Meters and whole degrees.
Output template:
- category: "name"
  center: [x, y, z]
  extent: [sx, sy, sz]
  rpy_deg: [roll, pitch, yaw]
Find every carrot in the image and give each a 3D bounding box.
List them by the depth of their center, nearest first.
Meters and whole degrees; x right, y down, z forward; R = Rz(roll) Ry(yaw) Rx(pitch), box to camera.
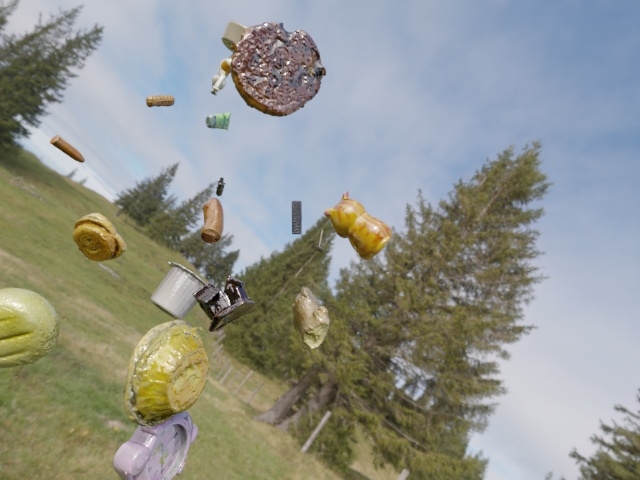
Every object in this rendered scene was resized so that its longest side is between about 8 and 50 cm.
- category: "carrot"
  center: [-0.990, -0.356, 1.662]
  extent: [0.048, 0.048, 0.139]
  rpy_deg: [25, -14, 40]

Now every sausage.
- category: "sausage"
  center: [-0.509, -0.101, 1.991]
  extent: [0.109, 0.109, 0.270]
  rpy_deg: [55, 15, -44]

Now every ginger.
- category: "ginger"
  center: [-0.038, 0.330, 1.822]
  extent: [0.221, 0.130, 0.275]
  rpy_deg: [126, -43, -53]

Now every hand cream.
- category: "hand cream"
  center: [-0.511, -0.601, 2.120]
  extent: [0.046, 0.095, 0.175]
  rpy_deg: [24, 23, 20]

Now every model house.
- category: "model house"
  center: [-0.378, 0.230, 1.638]
  extent: [0.164, 0.203, 0.141]
  rpy_deg: [54, -22, 21]

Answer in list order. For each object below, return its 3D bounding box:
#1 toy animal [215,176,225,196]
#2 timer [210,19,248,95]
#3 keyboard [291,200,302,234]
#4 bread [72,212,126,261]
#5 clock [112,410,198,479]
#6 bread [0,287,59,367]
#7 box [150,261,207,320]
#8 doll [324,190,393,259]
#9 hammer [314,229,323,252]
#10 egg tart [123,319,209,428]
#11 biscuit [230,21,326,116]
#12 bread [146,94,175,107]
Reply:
- category: "toy animal"
  center: [-0.557, -0.302, 2.343]
  extent: [0.047, 0.065, 0.135]
  rpy_deg: [16, -40, -15]
- category: "timer"
  center: [-0.356, -0.703, 1.671]
  extent: [0.175, 0.266, 0.175]
  rpy_deg: [31, 1, -1]
- category: "keyboard"
  center: [-0.108, -0.104, 1.918]
  extent: [0.053, 0.155, 0.010]
  rpy_deg: [-1, 1, -32]
- category: "bread"
  center: [-1.013, -0.006, 1.919]
  extent: [0.198, 0.120, 0.236]
  rpy_deg: [-16, -64, 23]
- category: "clock"
  center: [-0.606, 0.787, 1.595]
  extent: [0.113, 0.322, 0.295]
  rpy_deg: [2, -58, 23]
- category: "bread"
  center: [-1.148, 0.324, 1.551]
  extent: [0.320, 0.320, 0.237]
  rpy_deg: [42, -12, -10]
- category: "box"
  center: [-0.668, 0.269, 2.025]
  extent: [0.262, 0.206, 0.291]
  rpy_deg: [5, -37, 49]
- category: "doll"
  center: [0.153, -0.046, 1.614]
  extent: [0.269, 0.167, 0.162]
  rpy_deg: [37, -34, 19]
- category: "hammer"
  center: [0.000, 0.000, 1.763]
  extent: [0.035, 0.110, 0.019]
  rpy_deg: [27, -40, -22]
- category: "egg tart"
  center: [-0.521, 0.475, 1.495]
  extent: [0.169, 0.388, 0.388]
  rpy_deg: [7, -28, 22]
- category: "biscuit"
  center: [-0.141, -0.557, 1.369]
  extent: [0.289, 0.334, 0.081]
  rpy_deg: [60, -26, -12]
- category: "bread"
  center: [-0.746, -0.651, 1.963]
  extent: [0.044, 0.157, 0.052]
  rpy_deg: [25, -60, 21]
